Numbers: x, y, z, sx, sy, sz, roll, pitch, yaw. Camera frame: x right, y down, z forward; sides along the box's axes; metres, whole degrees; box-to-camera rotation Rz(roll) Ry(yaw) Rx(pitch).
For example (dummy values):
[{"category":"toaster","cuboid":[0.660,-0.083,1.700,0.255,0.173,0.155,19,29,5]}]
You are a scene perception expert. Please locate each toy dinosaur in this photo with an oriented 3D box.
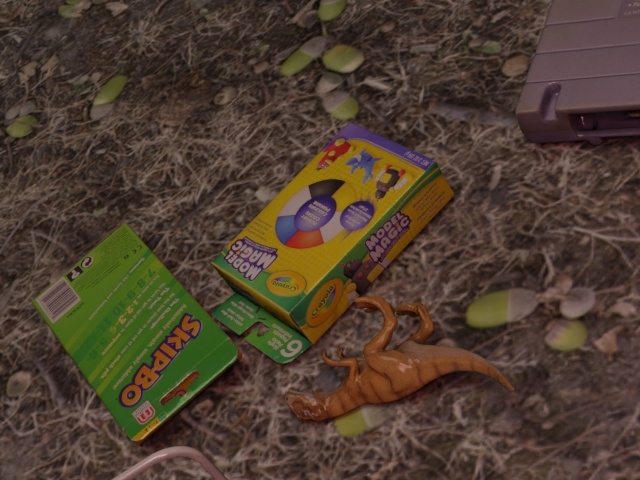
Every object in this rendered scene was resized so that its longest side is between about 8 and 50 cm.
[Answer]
[{"category":"toy dinosaur","cuboid":[0.071,0.100,1.166,0.211,0.064,0.112,-19,60,30]}]

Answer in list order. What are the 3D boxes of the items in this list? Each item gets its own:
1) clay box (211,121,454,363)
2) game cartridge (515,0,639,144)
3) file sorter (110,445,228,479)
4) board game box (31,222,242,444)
[{"category":"clay box","cuboid":[0.000,0.000,1.299,0.222,0.053,0.127,-46,42,-14]},{"category":"game cartridge","cuboid":[0.363,-0.188,1.240,0.355,0.068,0.230,-1,47,33]},{"category":"file sorter","cuboid":[-0.090,0.312,0.969,0.193,0.173,0.278,-33,41,3]},{"category":"board game box","cuboid":[-0.172,0.086,1.343,0.124,0.039,0.259,-41,39,-6]}]
